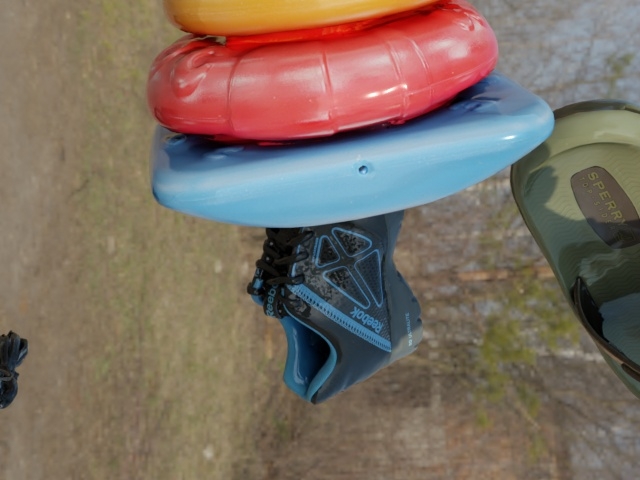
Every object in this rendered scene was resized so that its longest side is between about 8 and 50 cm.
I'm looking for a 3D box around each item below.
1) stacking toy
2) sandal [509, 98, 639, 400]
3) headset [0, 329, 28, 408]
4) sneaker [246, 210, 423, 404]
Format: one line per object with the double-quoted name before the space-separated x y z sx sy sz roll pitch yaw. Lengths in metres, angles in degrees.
"stacking toy" -0.014 -0.172 0.404 0.166 0.175 0.302 -110 -171 -69
"sandal" 0.207 0.045 0.571 0.303 0.120 0.086 42 31 -30
"headset" -0.492 0.065 1.000 0.243 0.394 0.185 -47 -157 21
"sneaker" 0.000 0.000 0.867 0.125 0.139 0.341 19 -46 49
